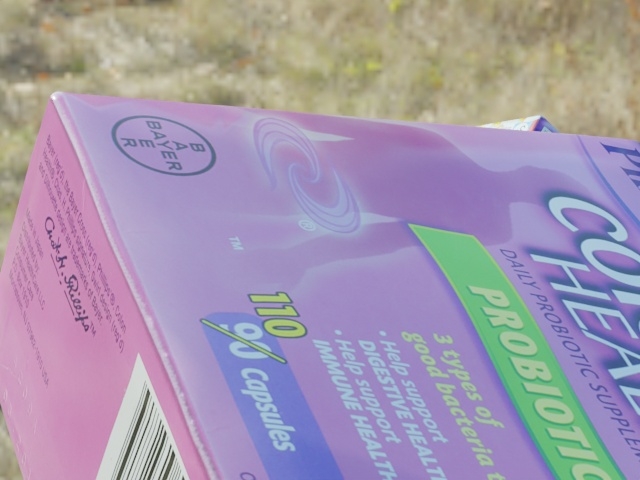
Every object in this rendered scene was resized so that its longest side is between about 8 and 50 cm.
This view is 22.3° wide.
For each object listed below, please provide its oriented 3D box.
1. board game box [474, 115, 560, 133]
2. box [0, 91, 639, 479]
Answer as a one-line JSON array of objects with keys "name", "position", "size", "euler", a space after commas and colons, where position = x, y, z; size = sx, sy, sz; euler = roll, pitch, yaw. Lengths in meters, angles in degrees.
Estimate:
[{"name": "board game box", "position": [0.139, 0.044, 1.458], "size": [0.144, 0.142, 0.275], "euler": [-6, 50, 58]}, {"name": "box", "position": [0.037, 0.064, 0.533], "size": [0.243, 0.117, 0.213], "euler": [4, 36, -27]}]
